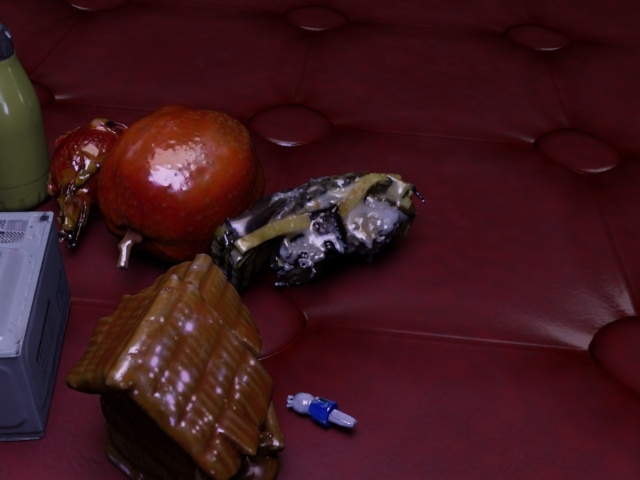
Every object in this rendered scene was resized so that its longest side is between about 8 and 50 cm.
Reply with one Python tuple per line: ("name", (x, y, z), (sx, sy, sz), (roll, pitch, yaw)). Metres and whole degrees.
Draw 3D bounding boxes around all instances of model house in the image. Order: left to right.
("model house", (-0.124, 0.127, 0.731), (0.220, 0.229, 0.199), (21, 46, 19))

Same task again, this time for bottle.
("bottle", (-0.438, -0.167, 1.047), (0.112, 0.260, 0.112), (3, 38, -2))

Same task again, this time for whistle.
("whistle", (0.002, 0.183, 0.827), (0.083, 0.029, 0.033), (17, 23, 28))

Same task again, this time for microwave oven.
("microwave oven", (-0.349, 0.086, 0.814), (0.123, 0.162, 0.208), (-2, 42, -6))

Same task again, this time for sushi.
("sushi", (-0.003, -0.006, 1.012), (0.291, 0.139, 0.131), (-22, 65, -29))

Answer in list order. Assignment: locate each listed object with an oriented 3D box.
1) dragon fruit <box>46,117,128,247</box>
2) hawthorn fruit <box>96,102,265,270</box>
("dragon fruit", (-0.320, -0.078, 1.062), (0.125, 0.125, 0.246), (8, 44, 1))
("hawthorn fruit", (-0.191, -0.060, 0.994), (0.205, 0.205, 0.253), (16, 46, 15))
